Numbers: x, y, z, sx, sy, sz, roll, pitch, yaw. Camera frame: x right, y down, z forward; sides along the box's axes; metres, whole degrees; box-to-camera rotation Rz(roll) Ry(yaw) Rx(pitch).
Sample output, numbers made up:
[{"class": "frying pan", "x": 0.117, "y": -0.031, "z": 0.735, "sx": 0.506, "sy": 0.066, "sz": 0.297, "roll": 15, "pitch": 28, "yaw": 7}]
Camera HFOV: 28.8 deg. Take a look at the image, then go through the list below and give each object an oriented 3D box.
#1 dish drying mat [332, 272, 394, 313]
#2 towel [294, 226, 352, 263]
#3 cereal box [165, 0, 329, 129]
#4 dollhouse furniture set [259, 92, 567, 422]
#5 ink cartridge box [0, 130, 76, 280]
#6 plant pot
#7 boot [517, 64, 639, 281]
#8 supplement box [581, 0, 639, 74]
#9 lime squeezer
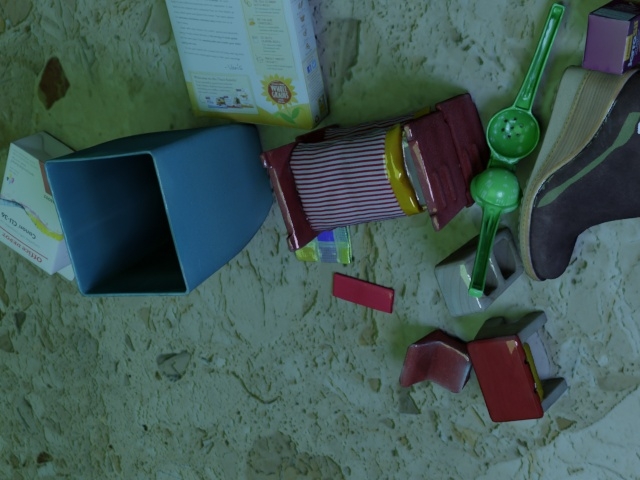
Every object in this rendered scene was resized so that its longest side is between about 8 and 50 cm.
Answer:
[{"class": "dish drying mat", "x": 0.052, "y": 0.064, "z": 1.520, "sx": 0.083, "sy": 0.008, "sz": 0.032, "roll": 16, "pitch": 117, "yaw": 28}, {"class": "towel", "x": 0.000, "y": 0.000, "z": 1.525, "sx": 0.083, "sy": 0.009, "sz": 0.060, "roll": 5, "pitch": 111, "yaw": 32}, {"class": "cereal box", "x": -0.091, "y": -0.247, "z": 1.421, "sx": 0.173, "sy": 0.047, "sz": 0.240, "roll": 11, "pitch": 129, "yaw": 28}, {"class": "dollhouse furniture set", "x": 0.107, "y": 0.040, "z": 1.382, "sx": 0.201, "sy": 0.152, "sz": 0.374, "roll": -11, "pitch": 103, "yaw": 36}, {"class": "ink cartridge box", "x": -0.383, "y": -0.036, "z": 1.724, "sx": 0.115, "sy": 0.067, "sz": 0.198, "roll": 31, "pitch": 124, "yaw": 18}, {"class": "plant pot", "x": -0.168, "y": -0.052, "z": 1.471, "sx": 0.165, "sy": 0.234, "sz": 0.166, "roll": -2, "pitch": 108, "yaw": 34}, {"class": "boot", "x": 0.316, "y": -0.044, "z": 1.249, "sx": 0.206, "sy": 0.090, "sz": 0.249, "roll": 22, "pitch": 117, "yaw": 27}, {"class": "supplement box", "x": 0.289, "y": -0.199, "z": 1.205, "sx": 0.043, "sy": 0.083, "sz": 0.055, "roll": 17, "pitch": 119, "yaw": 27}, {"class": "lime squeezer", "x": 0.199, "y": -0.081, "z": 1.283, "sx": 0.058, "sy": 0.311, "sz": 0.110, "roll": 21, "pitch": 170, "yaw": -15}]
